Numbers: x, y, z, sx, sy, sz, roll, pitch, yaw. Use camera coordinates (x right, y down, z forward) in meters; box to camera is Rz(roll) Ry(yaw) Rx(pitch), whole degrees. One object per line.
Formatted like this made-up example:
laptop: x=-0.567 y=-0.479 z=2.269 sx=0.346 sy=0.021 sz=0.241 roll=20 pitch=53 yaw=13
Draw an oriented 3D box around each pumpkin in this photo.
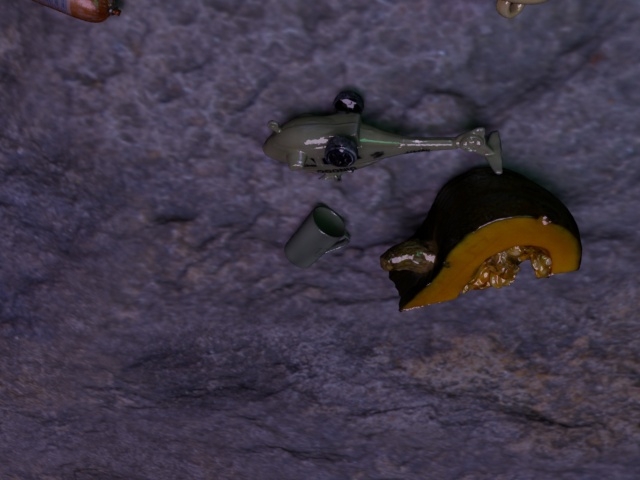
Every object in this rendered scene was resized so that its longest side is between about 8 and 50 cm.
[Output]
pumpkin: x=0.178 y=-0.010 z=0.714 sx=0.248 sy=0.131 sz=0.126 roll=-21 pitch=128 yaw=20

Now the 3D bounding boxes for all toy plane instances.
toy plane: x=0.068 y=-0.113 z=0.690 sx=0.286 sy=0.092 sz=0.108 roll=-2 pitch=147 yaw=15

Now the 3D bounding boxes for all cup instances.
cup: x=-0.004 y=-0.004 z=0.812 sx=0.083 sy=0.075 sz=0.054 roll=-46 pitch=69 yaw=38

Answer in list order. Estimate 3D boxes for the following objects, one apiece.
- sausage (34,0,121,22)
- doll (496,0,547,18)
sausage: x=-0.392 y=-0.327 z=0.651 sx=0.348 sy=0.053 sz=0.053 roll=21 pitch=128 yaw=-4
doll: x=0.169 y=-0.324 z=0.438 sx=0.208 sy=0.144 sz=0.271 roll=-49 pitch=143 yaw=12
